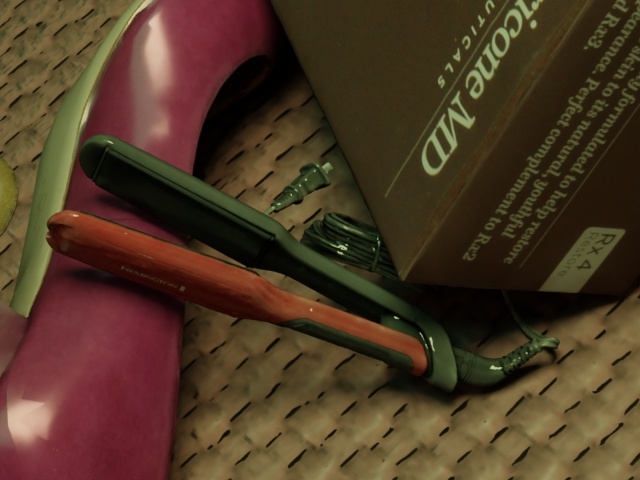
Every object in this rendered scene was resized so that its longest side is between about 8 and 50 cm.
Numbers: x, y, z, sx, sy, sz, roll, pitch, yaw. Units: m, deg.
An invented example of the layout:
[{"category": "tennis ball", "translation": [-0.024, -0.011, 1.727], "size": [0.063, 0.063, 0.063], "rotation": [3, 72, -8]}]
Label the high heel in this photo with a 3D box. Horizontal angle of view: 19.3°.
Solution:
[{"category": "high heel", "translation": [-0.067, -0.005, 0.919], "size": [0.181, 0.127, 0.377], "rotation": [40, 62, -1]}]

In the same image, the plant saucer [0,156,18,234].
[{"category": "plant saucer", "translation": [-0.203, -0.020, 1.004], "size": [0.083, 0.015, 0.083], "rotation": [-10, 53, 14]}]

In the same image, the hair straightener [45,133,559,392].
[{"category": "hair straightener", "translation": [0.000, 0.000, 0.835], "size": [0.230, 0.047, 0.089], "rotation": [19, 63, -3]}]

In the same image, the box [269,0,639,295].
[{"category": "box", "translation": [0.063, -0.176, 0.876], "size": [0.143, 0.191, 0.381], "rotation": [3, 45, -33]}]
